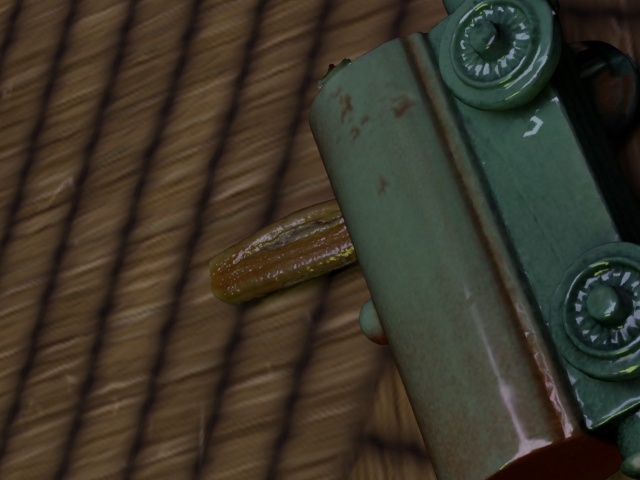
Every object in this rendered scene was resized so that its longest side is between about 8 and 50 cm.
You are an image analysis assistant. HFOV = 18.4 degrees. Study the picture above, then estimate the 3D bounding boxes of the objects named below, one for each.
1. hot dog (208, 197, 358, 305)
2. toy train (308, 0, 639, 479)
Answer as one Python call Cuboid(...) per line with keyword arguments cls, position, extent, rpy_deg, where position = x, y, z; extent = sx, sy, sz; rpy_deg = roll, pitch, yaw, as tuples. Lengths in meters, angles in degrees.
Cuboid(cls="hot dog", position=(0.000, 0.000, 1.095), extent=(0.137, 0.028, 0.044), rpy_deg=(-23, 65, 25))
Cuboid(cls="toy train", position=(0.092, 0.003, 0.979), extent=(0.177, 0.116, 0.285), rpy_deg=(-32, 61, 23))
